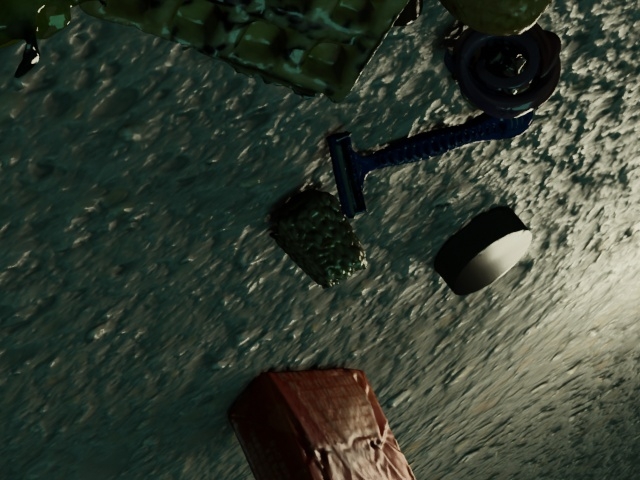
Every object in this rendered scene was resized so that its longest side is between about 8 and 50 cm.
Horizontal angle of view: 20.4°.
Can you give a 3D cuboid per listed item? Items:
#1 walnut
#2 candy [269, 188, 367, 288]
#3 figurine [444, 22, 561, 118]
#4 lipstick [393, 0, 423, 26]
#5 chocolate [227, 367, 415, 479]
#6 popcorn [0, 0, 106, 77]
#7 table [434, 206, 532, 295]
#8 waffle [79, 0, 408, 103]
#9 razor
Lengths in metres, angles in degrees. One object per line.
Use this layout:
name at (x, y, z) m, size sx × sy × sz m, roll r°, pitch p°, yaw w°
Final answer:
walnut at (0.169, -0.281, 1.681) m, size 0.144 × 0.144 × 0.180 m, roll -33°, pitch 152°, yaw -8°
candy at (0.000, 0.000, 2.001) m, size 0.085 × 0.110 × 0.095 m, roll -36°, pitch 172°, yaw -3°
figurine at (0.197, -0.192, 1.935) m, size 0.126 × 0.114 × 0.157 m, roll -5°, pitch -174°, yaw 2°
lipstick at (0.068, -0.309, 1.587) m, size 0.057 × 0.057 × 0.357 m, roll -31°, pitch 155°, yaw -13°
chocolate at (0.007, 0.295, 2.388) m, size 0.108 × 0.235 × 0.237 m, roll -37°, pitch 159°, yaw 27°
popcorn at (-0.218, -0.228, 1.147) m, size 0.249 × 0.225 × 0.249 m, roll -21°, pitch 147°, yaw -15°
table at (0.219, 0.015, 2.388) m, size 0.133 × 0.043 × 0.133 m, roll -30°, pitch 156°, yaw -15°
waffle at (-0.012, -0.292, 1.324) m, size 0.261 × 0.114 × 0.376 m, roll 17°, pitch 131°, yaw -23°
razor at (0.124, -0.110, 2.036) m, size 0.324 × 0.093 × 0.056 m, roll -20°, pitch -168°, yaw -40°
